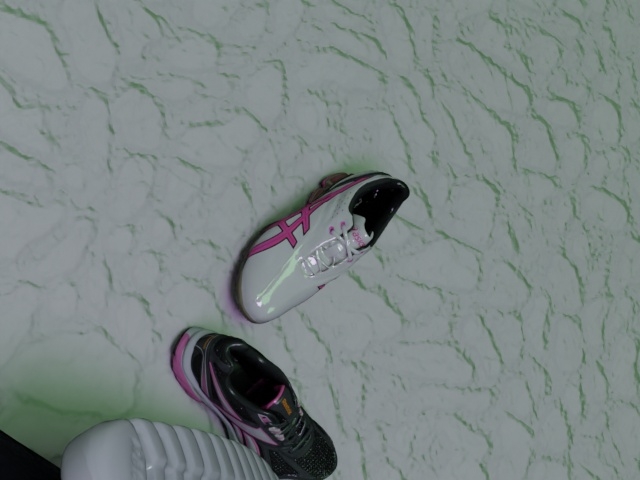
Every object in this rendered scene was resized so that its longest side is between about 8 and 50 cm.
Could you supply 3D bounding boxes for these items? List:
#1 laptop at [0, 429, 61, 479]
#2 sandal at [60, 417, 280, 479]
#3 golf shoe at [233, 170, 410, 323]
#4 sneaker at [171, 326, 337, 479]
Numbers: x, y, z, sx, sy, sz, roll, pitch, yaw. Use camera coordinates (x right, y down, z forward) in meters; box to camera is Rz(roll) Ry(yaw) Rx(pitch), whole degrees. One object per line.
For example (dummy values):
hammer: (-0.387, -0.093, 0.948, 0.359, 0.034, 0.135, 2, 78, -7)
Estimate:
laptop: (-0.317, 0.306, 1.020, 0.382, 0.236, 0.408, -56, 145, -54)
sandal: (-0.097, 0.229, 1.182, 0.416, 0.102, 0.169, 48, 25, -56)
golf shoe: (0.000, 0.000, 1.343, 0.186, 0.086, 0.067, -47, 113, -28)
sneaker: (-0.045, 0.143, 1.300, 0.178, 0.077, 0.072, 43, 64, -25)
